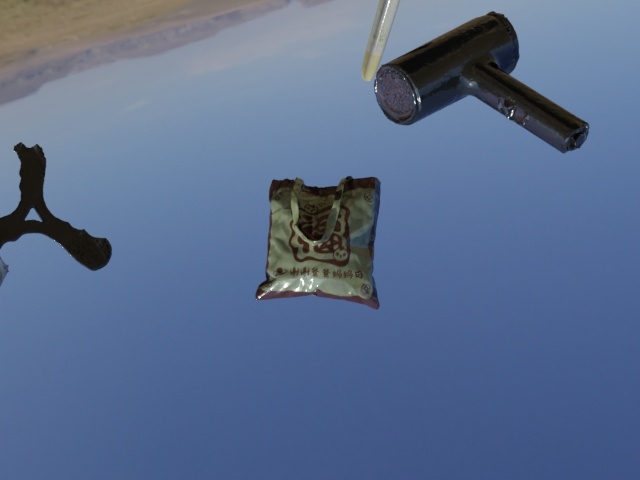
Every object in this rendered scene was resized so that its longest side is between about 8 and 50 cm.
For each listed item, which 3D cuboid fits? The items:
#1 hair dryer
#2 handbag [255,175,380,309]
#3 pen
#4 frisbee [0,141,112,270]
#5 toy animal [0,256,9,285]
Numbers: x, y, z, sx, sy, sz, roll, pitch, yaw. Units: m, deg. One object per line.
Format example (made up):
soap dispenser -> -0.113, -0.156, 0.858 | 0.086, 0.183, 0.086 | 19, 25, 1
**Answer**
hair dryer -> 0.214, -0.180, 0.838 | 0.197, 0.089, 0.251 | -29, -131, -25
handbag -> 0.000, 0.000, 1.203 | 0.213, 0.235, 0.127 | 2, 164, 5
pen -> 0.106, -0.352, 1.073 | 0.040, 0.233, 0.032 | 18, -138, 2
frisbee -> -0.382, -0.045, 0.924 | 0.211, 0.187, 0.012 | 9, 155, -40
toy animal -> -0.384, 0.000, 0.623 | 0.127, 0.193, 0.178 | -21, -153, 31
